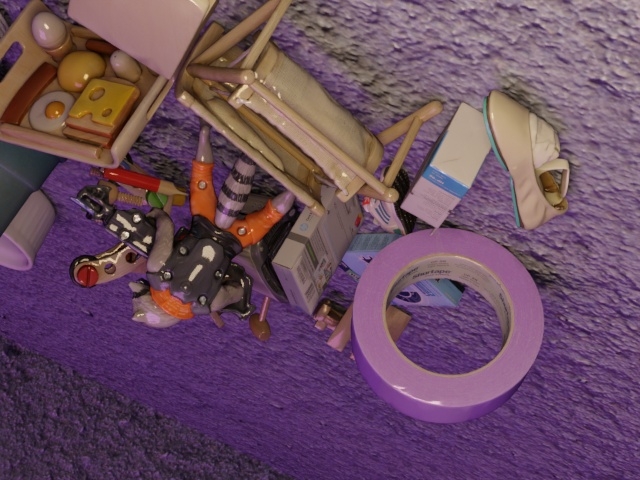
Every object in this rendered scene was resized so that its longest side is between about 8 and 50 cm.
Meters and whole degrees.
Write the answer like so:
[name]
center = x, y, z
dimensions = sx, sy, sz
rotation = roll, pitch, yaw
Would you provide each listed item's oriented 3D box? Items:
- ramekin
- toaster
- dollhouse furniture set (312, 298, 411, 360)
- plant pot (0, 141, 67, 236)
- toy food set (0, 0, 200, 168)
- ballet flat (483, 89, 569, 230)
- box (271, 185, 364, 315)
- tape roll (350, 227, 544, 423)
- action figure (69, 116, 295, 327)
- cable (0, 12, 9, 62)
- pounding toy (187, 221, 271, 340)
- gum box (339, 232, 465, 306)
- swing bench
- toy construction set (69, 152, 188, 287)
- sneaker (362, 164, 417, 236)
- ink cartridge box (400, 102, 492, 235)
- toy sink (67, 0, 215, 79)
[ramekin]
center = -0.706, -0.066, 2.508
dimensions = 0.277, 0.135, 0.277
rotation = 24, 158, 11
[toaster]
center = -0.103, 0.011, 1.991
dimensions = 0.146, 0.129, 0.227
rotation = 18, 154, 33
[dollhouse furniture set]
center = 0.075, 0.137, 2.177
dimensions = 0.144, 0.123, 0.151
rotation = 31, -168, -4
[plant pot]
center = -0.686, -0.093, 2.087
dimensions = 0.341, 0.334, 0.341
rotation = 28, 171, 5
[toy food set]
center = -0.342, -0.232, 1.635
dimensions = 0.306, 0.219, 0.092
rotation = 15, 154, 30
[ballet flat]
center = 0.259, -0.101, 1.424
dimensions = 0.086, 0.086, 0.248
rotation = 16, 155, 28
[box]
center = 0.000, 0.000, 1.769
dimensions = 0.038, 0.186, 0.145
rotation = 21, 156, 23
[tape roll]
center = 0.182, 0.123, 1.704
dimensions = 0.275, 0.274, 0.090
rotation = 25, 157, 9
[action figure]
center = -0.211, -0.020, 1.779
dimensions = 0.341, 0.330, 0.178
rotation = 27, -177, -11
[cable]
center = -0.616, -0.357, 1.859
dimensions = 0.257, 0.089, 0.257
rotation = 25, 158, 6
[pounding toy]
center = -0.182, 0.066, 2.271
dimensions = 0.269, 0.155, 0.154
rotation = 59, 172, -35
[gum box]
center = 0.121, 0.049, 1.921
dimensions = 0.184, 0.041, 0.157
rotation = -1, 144, 51
[swing bench]
center = -0.031, -0.166, 1.489
dimensions = 0.253, 0.165, 0.255
rotation = 39, 156, -23
[toy construction set]
center = -0.283, -0.030, 2.003
dimensions = 0.237, 0.257, 0.309
rotation = 15, 161, -15
[sneaker]
center = 0.092, -0.058, 1.709
dimensions = 0.075, 0.057, 0.161
rotation = 13, 156, 22
[ink cartridge box]
center = 0.161, -0.087, 1.509
dimensions = 0.060, 0.104, 0.180
rotation = 29, 157, 0
[toy sink]
center = -0.187, -0.313, 1.357
dimensions = 0.153, 0.131, 0.234
rotation = 32, 162, -8
